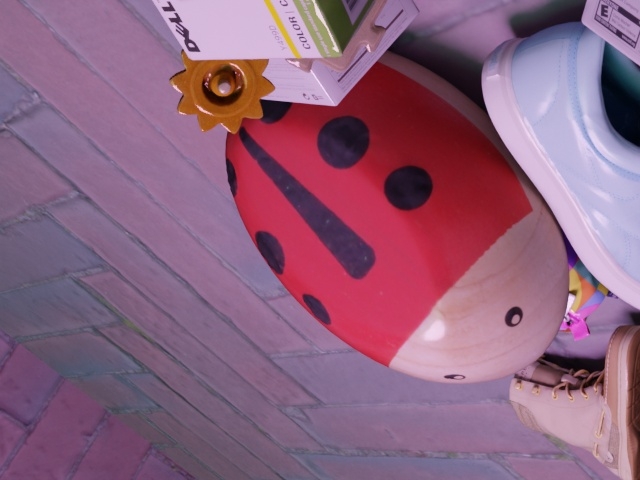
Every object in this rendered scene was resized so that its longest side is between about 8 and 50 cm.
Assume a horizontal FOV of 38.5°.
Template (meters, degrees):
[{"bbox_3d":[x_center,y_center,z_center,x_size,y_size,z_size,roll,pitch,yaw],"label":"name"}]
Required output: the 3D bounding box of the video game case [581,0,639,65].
[{"bbox_3d":[0.274,-0.191,0.643,0.183,0.023,0.201,95,152,-42],"label":"video game case"}]

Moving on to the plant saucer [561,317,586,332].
[{"bbox_3d":[0.308,0.091,1.204,0.084,0.013,0.083,22,149,14],"label":"plant saucer"}]

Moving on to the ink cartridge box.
[{"bbox_3d":[-0.105,-0.214,0.585,0.255,0.097,0.188,6,144,35],"label":"ink cartridge box"}]

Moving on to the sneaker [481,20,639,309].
[{"bbox_3d":[0.309,-0.054,0.863,0.366,0.135,0.150,42,151,-22],"label":"sneaker"}]

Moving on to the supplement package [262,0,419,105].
[{"bbox_3d":[-0.046,-0.261,0.837,0.134,0.139,0.244,16,150,52],"label":"supplement package"}]

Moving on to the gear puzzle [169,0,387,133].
[{"bbox_3d":[-0.011,-0.233,0.740,0.176,0.338,0.044,25,-165,-24],"label":"gear puzzle"}]

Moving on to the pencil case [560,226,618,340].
[{"bbox_3d":[0.233,0.009,1.062,0.236,0.104,0.104,38,149,-12],"label":"pencil case"}]

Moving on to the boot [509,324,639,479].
[{"bbox_3d":[0.350,0.194,1.232,0.203,0.095,0.261,24,142,42],"label":"boot"}]

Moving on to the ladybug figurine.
[{"bbox_3d":[0.051,-0.027,0.967,0.449,0.162,0.305,43,122,18],"label":"ladybug figurine"}]
